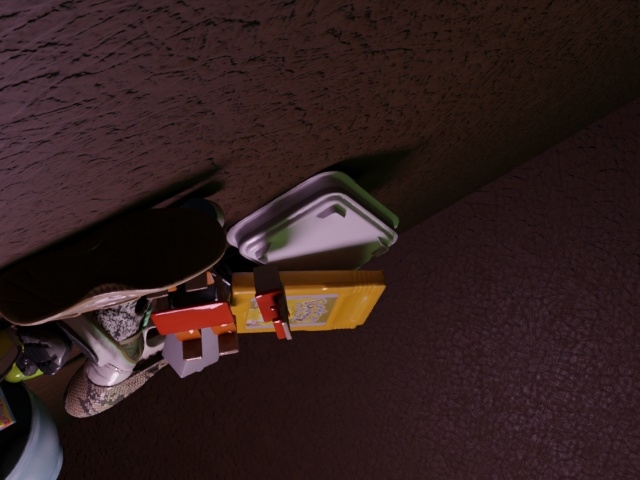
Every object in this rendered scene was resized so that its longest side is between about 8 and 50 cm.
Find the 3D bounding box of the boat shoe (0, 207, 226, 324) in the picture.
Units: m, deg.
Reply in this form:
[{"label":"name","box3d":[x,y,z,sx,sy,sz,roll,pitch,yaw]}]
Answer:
[{"label":"boat shoe","box3d":[-0.311,0.037,1.328,0.341,0.121,0.110,-16,175,-10]}]

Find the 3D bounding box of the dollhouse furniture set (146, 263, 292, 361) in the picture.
[{"label":"dollhouse furniture set","box3d":[-0.194,0.139,1.703,0.259,0.135,0.262,-11,144,2]}]

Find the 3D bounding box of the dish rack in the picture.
[{"label":"dish rack","box3d":[0.000,0.000,1.837,0.285,0.072,0.333,-31,149,18]}]

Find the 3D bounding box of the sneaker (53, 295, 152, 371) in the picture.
[{"label":"sneaker","box3d":[-0.384,0.153,1.769,0.182,0.158,0.410,-41,178,-5]}]

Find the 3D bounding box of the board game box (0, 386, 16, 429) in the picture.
[{"label":"board game box","box3d":[-0.737,0.336,1.675,0.144,0.142,0.275,-29,172,12]}]

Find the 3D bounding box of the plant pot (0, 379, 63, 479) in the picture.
[{"label":"plant pot","box3d":[-0.682,0.457,1.899,0.293,0.293,0.196,-29,141,6]}]

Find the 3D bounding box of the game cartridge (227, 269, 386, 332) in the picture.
[{"label":"game cartridge","box3d":[-0.042,0.139,1.939,0.324,0.052,0.285,0,156,-9]}]

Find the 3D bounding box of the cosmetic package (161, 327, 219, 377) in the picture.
[{"label":"cosmetic package","box3d":[-0.312,0.223,2.243,0.127,0.107,0.238,-20,145,-42]}]

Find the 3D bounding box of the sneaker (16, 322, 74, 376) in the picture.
[{"label":"sneaker","box3d":[-0.523,0.193,1.688,0.106,0.101,0.267,-36,-168,-31]}]

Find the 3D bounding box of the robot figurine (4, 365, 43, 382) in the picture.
[{"label":"robot figurine","box3d":[-0.623,0.259,1.853,0.101,0.067,0.115,-19,179,37]}]

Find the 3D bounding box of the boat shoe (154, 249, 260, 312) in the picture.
[{"label":"boat shoe","box3d":[-0.234,0.087,1.994,0.335,0.121,0.119,-35,170,-44]}]

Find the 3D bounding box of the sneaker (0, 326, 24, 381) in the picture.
[{"label":"sneaker","box3d":[-0.653,0.248,1.463,0.145,0.147,0.384,-38,-174,41]}]

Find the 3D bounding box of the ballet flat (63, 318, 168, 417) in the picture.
[{"label":"ballet flat","box3d":[-0.476,0.286,2.353,0.483,0.164,0.182,-29,152,-24]}]

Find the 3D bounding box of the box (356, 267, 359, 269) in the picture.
[{"label":"box","box3d":[0.028,-0.004,2.038,0.114,0.103,0.203,-25,152,-18]}]

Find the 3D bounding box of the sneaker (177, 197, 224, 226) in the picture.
[{"label":"sneaker","box3d":[-0.255,0.010,1.423,0.229,0.087,0.092,-27,175,8]}]
